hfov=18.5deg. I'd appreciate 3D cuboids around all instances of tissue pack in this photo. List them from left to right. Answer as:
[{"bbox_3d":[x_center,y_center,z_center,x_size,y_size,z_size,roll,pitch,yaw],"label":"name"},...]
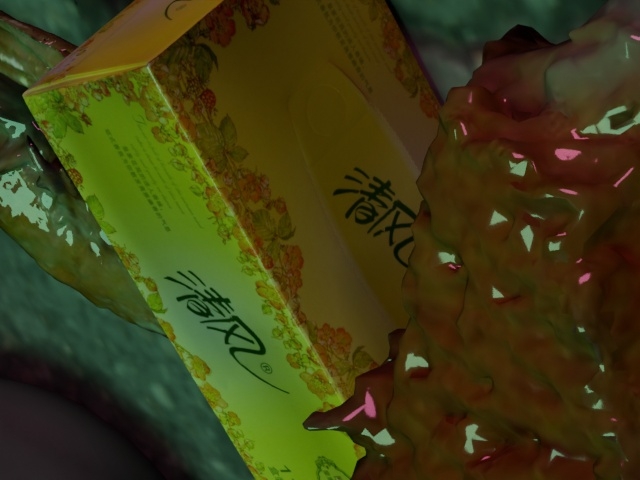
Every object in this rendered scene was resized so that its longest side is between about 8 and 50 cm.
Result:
[{"bbox_3d":[0.000,0.000,0.595,0.062,0.095,0.176,-7,119,45],"label":"tissue pack"}]

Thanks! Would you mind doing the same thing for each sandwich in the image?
[{"bbox_3d":[0.101,0.082,0.485,0.250,0.162,0.301,-13,115,8],"label":"sandwich"}]

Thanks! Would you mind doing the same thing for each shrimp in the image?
[{"bbox_3d":[-0.080,-0.035,0.667,0.187,0.052,0.132,38,146,2],"label":"shrimp"}]

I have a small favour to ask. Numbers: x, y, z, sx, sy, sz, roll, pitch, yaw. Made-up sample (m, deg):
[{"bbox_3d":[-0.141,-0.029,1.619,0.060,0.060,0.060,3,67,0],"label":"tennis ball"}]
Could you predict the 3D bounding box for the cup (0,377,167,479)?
[{"bbox_3d":[-0.190,0.205,0.769,0.205,0.312,0.205,23,137,23],"label":"cup"}]
